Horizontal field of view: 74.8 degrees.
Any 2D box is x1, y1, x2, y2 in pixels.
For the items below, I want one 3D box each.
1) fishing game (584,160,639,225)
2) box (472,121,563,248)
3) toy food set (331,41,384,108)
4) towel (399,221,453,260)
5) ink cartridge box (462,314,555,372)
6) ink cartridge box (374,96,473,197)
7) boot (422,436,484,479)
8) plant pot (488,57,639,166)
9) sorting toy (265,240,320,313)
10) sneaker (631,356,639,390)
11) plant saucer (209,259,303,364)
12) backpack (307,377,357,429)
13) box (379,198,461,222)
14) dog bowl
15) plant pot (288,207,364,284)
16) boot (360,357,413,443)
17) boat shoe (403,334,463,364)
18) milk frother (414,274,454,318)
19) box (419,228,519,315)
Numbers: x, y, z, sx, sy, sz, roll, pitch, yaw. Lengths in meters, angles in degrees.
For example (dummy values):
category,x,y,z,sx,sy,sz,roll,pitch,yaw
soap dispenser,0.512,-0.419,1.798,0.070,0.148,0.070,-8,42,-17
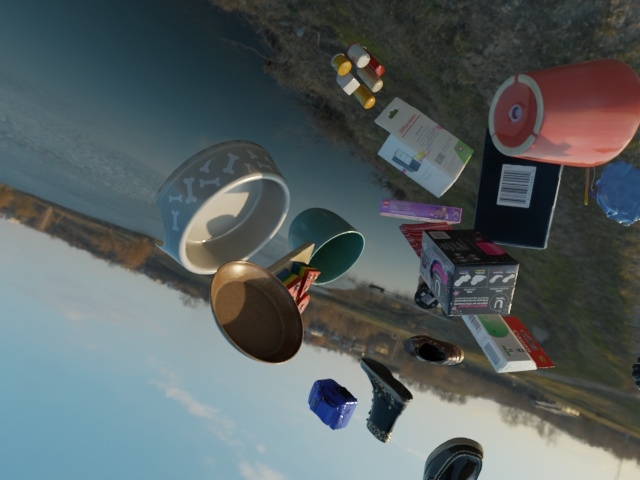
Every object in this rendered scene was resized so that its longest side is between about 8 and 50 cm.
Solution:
category,x,y,z,sx,sy,sz,roll,pitch,yaw
fishing game,0.885,-0.138,1.232,0.264,0.189,0.041,5,174,-10
box,0.845,-0.281,1.799,0.297,0.479,0.472,9,-156,23
toy food set,0.094,-0.464,1.132,0.104,0.111,0.232,58,-159,23
towel,0.404,0.021,1.404,0.199,0.031,0.275,-3,-142,-16
ink cartridge box,0.518,0.260,1.131,0.225,0.056,0.181,3,-140,-25
ink cartridge box,0.359,-0.347,1.544,0.353,0.207,0.119,37,146,3
boot,0.307,0.699,1.002,0.138,0.377,0.284,22,-157,-4
plant pot,0.585,-0.315,1.050,0.243,0.274,0.275,-5,177,-14
sorting toy,-0.102,0.165,1.293,0.089,0.257,0.255,32,-145,17
sneaker,0.556,0.180,0.582,0.283,0.122,0.110,-16,157,-31
plant saucer,-0.114,0.126,0.722,0.199,0.198,0.036,28,126,-38
backpack,0.022,0.426,1.117,0.101,0.098,0.120,20,-171,-44
box,0.377,-0.110,1.626,0.293,0.057,0.201,8,-179,8
dog bowl,-0.219,-0.062,0.993,0.102,0.349,0.349,45,-179,23
plant pot,0.000,0.000,1.765,0.235,0.293,0.293,51,-171,33
boot,0.178,0.506,1.349,0.085,0.178,0.236,14,-168,-34
boat shoe,0.311,0.318,1.221,0.073,0.073,0.207,0,173,-32
milk frother,0.408,0.188,1.453,0.129,0.135,0.143,-26,101,27
box,0.369,0.076,1.089,0.163,0.142,0.247,-2,-160,-4
